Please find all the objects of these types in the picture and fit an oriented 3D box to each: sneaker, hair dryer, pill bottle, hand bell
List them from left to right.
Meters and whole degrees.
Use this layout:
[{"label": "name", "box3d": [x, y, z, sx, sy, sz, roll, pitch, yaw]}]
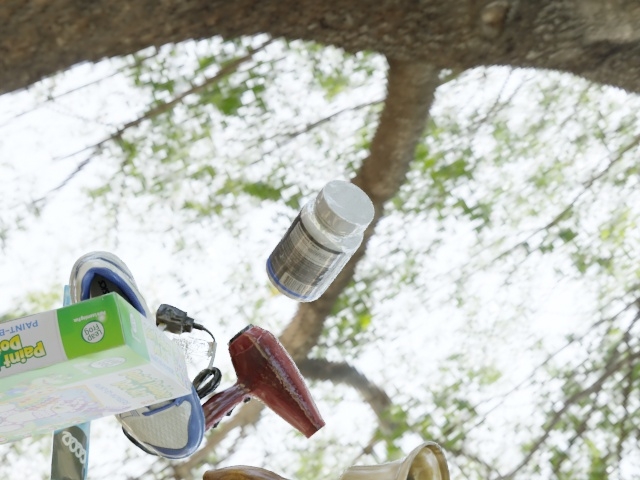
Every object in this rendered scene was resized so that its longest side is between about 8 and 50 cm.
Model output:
[{"label": "sneaker", "box3d": [-0.242, 0.155, 1.588, 0.296, 0.112, 0.131, 61, -7, -6]}, {"label": "hair dryer", "box3d": [-0.131, 0.228, 1.833, 0.293, 0.224, 0.080, 14, -17, -8]}, {"label": "hand bell", "box3d": [-0.009, 0.244, 1.198, 0.242, 0.126, 0.126, 2, -64, 27]}, {"label": "pill bottle", "box3d": [0.000, 0.000, 1.411, 0.078, 0.078, 0.137, 49, -51, 16]}]

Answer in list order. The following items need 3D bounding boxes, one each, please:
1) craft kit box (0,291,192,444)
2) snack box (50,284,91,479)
[{"label": "craft kit box", "box3d": [-0.269, 0.131, 1.175, 0.250, 0.246, 0.061, 64, 9, -72]}, {"label": "snack box", "box3d": [-0.395, 0.252, 2.001, 0.187, 0.060, 0.322, 118, -26, -65]}]
